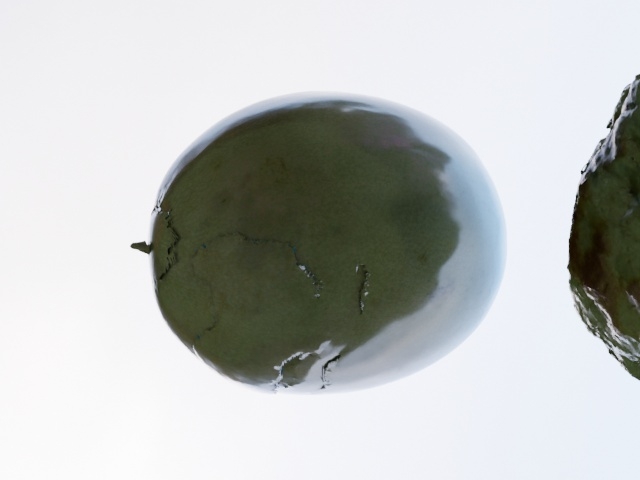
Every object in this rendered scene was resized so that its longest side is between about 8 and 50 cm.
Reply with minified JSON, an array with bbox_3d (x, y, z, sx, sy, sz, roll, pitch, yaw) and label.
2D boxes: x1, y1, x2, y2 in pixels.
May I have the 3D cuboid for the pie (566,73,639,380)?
[{"bbox_3d":[0.245,-0.014,0.590,0.201,0.090,0.247,40,-52,42],"label":"pie"}]

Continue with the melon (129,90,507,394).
[{"bbox_3d":[0.000,0.000,0.787,0.268,0.330,0.268,173,-90,-67],"label":"melon"}]
